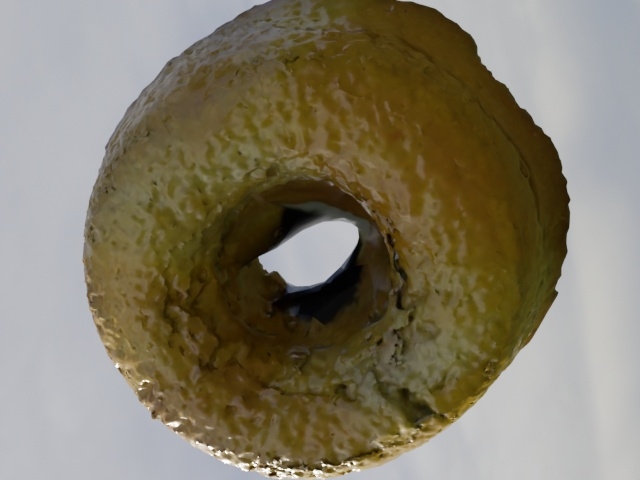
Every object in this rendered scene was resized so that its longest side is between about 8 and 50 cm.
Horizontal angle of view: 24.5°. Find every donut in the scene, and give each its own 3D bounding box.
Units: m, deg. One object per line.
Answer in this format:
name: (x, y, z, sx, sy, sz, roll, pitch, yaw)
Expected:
donut: (-0.003, 0.001, 0.737, 0.118, 0.254, 0.253, -68, -38, -73)
